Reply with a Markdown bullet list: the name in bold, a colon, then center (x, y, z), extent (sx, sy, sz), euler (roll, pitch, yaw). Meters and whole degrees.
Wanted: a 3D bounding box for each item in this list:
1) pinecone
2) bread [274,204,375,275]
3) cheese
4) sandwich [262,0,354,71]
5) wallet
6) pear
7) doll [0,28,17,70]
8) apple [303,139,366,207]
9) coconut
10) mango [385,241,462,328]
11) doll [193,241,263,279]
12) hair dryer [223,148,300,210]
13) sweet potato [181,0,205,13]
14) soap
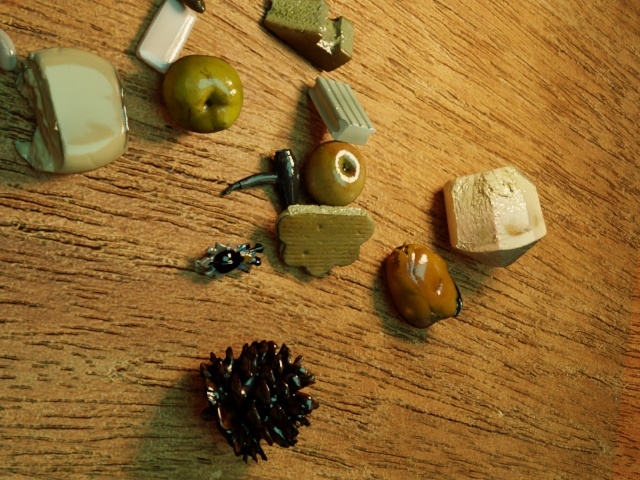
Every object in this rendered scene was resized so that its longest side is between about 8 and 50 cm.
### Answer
- **pinecone**: center (-0.141, 0.382, 1.670), extent (0.296, 0.242, 0.298), euler (-23, 97, -33)
- **bread**: center (0.000, 0.000, 1.858), extent (0.287, 0.056, 0.207), euler (5, 118, -24)
- **cheese**: center (-0.529, -0.275, 1.474), extent (0.233, 0.127, 0.265), euler (-12, 93, -34)
- **sandwich**: center (-0.026, -0.570, 1.863), extent (0.236, 0.128, 0.122), euler (25, 66, -34)
- **wallet**: center (-0.368, -0.495, 1.659), extent (0.095, 0.033, 0.189), euler (32, 71, -33)
- **pear**: center (-0.277, -0.347, 1.631), extent (0.200, 0.200, 0.199), euler (1, 88, -37)
- **doll**: center (-0.655, -0.502, 1.365), extent (0.243, 0.160, 0.310), euler (-41, 116, -32)
- **apple**: center (0.036, -0.175, 1.881), extent (0.183, 0.155, 0.182), euler (7, 75, -26)
- **coconut**: center (0.543, -0.068, 2.168), extent (0.298, 0.297, 0.309), euler (-15, 92, -36)
- **mango**: center (0.296, 0.136, 2.062), extent (0.201, 0.153, 0.287), euler (-40, 112, -34)
- **doll**: center (-0.229, 0.046, 1.724), extent (0.195, 0.070, 0.095), euler (-8, 110, -41)
- **hair dryer**: center (-0.152, -0.130, 1.804), extent (0.219, 0.075, 0.195), euler (-13, 106, -26)
- **sweet potato**: center (-0.389, -0.659, 1.609), extent (0.310, 0.098, 0.124), euler (29, 71, -29)
- **soap**: center (0.056, -0.353, 1.883), extent (0.119, 0.066, 0.198), euler (4, 46, -36)
